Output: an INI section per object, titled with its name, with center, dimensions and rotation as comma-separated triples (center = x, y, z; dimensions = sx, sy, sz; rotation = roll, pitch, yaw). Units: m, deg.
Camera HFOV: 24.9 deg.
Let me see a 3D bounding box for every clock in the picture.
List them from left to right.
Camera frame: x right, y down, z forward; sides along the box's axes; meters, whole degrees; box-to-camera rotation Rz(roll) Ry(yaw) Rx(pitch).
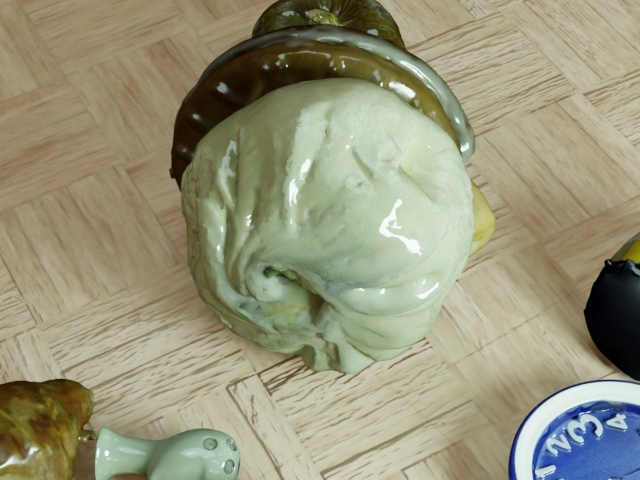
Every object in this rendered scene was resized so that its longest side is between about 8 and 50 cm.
[clock]
center = 0.314, 0.261, 1.542
dimensions = 0.230, 0.083, 0.230
rotation = -2, 51, 3

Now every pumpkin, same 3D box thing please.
[pumpkin]
center = 0.005, -0.261, 1.962
dimensions = 0.218, 0.162, 0.219
rotation = -2, 53, 2

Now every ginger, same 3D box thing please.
[ginger]
center = -0.402, 0.253, 1.539
dimensions = 0.357, 0.152, 0.274
rotation = -28, 25, -7

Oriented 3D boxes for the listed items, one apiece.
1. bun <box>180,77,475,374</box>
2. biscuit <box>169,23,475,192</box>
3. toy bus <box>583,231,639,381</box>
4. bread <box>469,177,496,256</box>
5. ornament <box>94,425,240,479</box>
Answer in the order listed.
[bun]
center = 0.000, 0.000, 1.600
dimensions = 0.359, 0.360, 0.211
rotation = 4, 43, 7
[biscuit]
center = -0.022, -0.127, 1.711
dimensions = 0.366, 0.268, 0.115
rotation = -16, 38, 23
[toy bus]
center = 0.496, 0.109, 1.615
dimensions = 0.386, 0.171, 0.162
rotation = 27, 45, 24
[bread]
center = 0.133, -0.038, 1.807
dimensions = 0.134, 0.085, 0.173
rotation = -17, 49, -11
[ornament]
center = -0.166, 0.243, 1.589
dimensions = 0.156, 0.075, 0.081
rotation = 4, 39, 5
